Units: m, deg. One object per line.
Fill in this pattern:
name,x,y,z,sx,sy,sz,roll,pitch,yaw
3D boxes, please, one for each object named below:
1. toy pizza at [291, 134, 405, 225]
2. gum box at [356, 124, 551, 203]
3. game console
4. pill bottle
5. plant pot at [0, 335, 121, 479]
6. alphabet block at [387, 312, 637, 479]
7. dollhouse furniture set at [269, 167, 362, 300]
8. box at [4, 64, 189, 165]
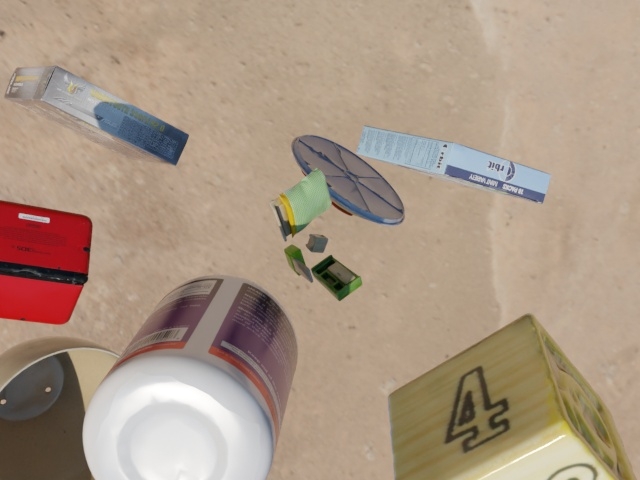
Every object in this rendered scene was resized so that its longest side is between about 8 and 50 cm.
toy pizza,0.037,-0.083,1.307,0.201,0.201,0.032,20,119,-34
gum box,0.158,-0.094,1.085,0.157,0.184,0.041,13,96,-31
game console,-0.358,0.027,1.065,0.144,0.085,0.124,11,69,-29
pill bottle,-0.121,0.148,0.956,0.182,0.323,0.181,1,106,5
plant pot,-0.450,0.270,1.447,0.284,0.191,0.284,-16,117,-35
alphabet block,0.207,0.235,0.960,0.197,0.193,0.192,-33,117,18
dollhouse furniture set,0.000,0.000,1.029,0.076,0.058,0.151,-35,135,-18
box,-0.343,-0.190,1.357,0.231,0.183,0.056,26,82,-35
